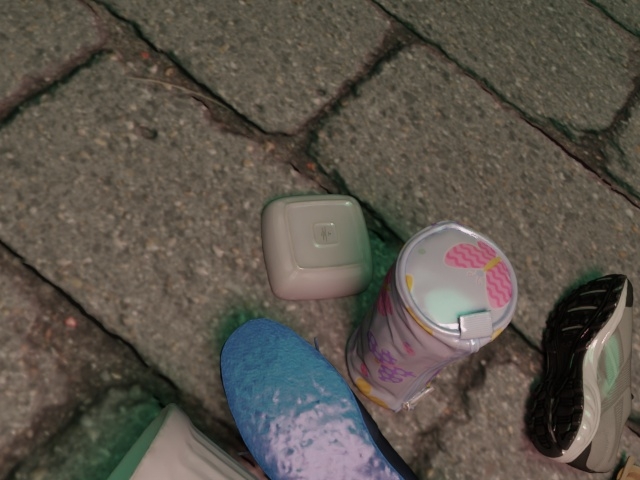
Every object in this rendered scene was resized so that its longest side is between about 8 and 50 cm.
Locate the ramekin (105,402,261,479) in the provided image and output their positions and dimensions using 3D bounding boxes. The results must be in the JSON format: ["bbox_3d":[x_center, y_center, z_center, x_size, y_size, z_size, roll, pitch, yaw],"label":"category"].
[{"bbox_3d":[-0.152,0.288,0.469,0.135,0.277,0.277,37,64,-7],"label":"ramekin"}]

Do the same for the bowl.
[{"bbox_3d":[0.000,0.000,0.741,0.142,0.053,0.142,-3,68,-17],"label":"bowl"}]

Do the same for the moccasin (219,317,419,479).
[{"bbox_3d":[0.007,0.237,0.616,0.138,0.117,0.342,-35,85,-12],"label":"moccasin"}]

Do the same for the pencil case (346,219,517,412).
[{"bbox_3d":[0.103,0.093,0.612,0.113,0.273,0.124,9,59,-4],"label":"pencil case"}]

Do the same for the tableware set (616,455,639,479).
[{"bbox_3d":[0.396,0.366,0.712,0.169,0.020,0.141,44,64,6],"label":"tableware set"}]

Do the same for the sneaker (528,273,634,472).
[{"bbox_3d":[0.355,0.166,0.751,0.108,0.100,0.271,32,67,-16],"label":"sneaker"}]
